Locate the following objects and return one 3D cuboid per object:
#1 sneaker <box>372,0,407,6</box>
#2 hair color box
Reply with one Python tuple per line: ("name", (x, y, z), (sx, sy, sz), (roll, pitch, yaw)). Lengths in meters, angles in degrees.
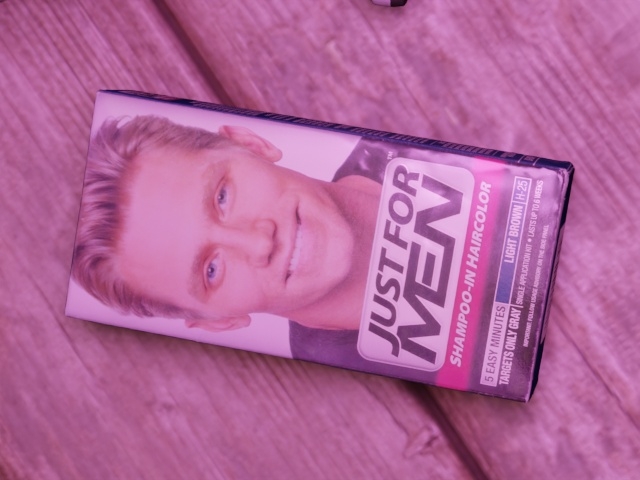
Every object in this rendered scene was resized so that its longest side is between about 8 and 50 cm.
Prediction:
("sneaker", (-0.015, -0.314, 1.352), (0.178, 0.124, 0.295), (-1, 87, 5))
("hair color box", (0.000, 0.000, 1.391), (0.347, 0.105, 0.174), (10, 96, 9))
